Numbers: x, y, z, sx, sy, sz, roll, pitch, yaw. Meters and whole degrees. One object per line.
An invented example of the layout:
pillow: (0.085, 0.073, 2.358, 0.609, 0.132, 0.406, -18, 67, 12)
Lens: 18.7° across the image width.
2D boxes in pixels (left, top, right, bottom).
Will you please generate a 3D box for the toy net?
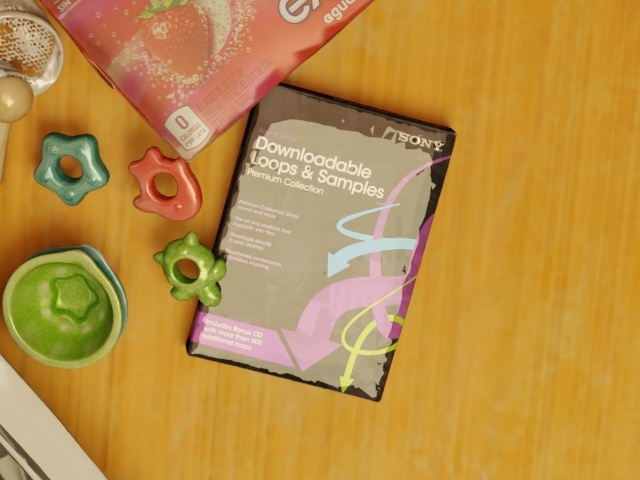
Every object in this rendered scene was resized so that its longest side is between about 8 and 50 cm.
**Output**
toy net: (-0.143, -0.049, 1.043, 0.122, 0.045, 0.232, -18, 105, 18)

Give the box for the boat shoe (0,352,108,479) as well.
boat shoe: (-0.199, 0.114, 1.048, 0.105, 0.113, 0.306, -41, 111, -13)

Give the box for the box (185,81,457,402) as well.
box: (0.000, 0.000, 1.092, 0.116, 0.029, 0.162, 14, 97, -8)

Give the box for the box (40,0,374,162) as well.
box: (-0.017, -0.173, 1.010, 0.257, 0.128, 0.122, -41, 102, 2)
